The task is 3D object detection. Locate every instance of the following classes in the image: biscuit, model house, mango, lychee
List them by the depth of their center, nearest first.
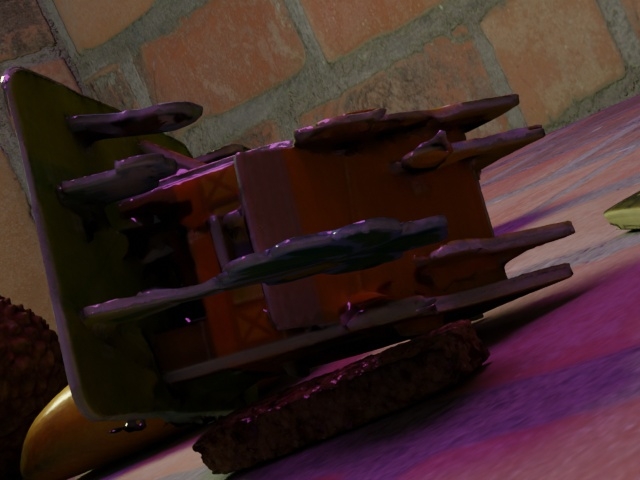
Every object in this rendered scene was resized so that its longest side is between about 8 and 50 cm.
[{"bbox_3d":[0.013,0.102,0.896,0.199,0.034,0.064,-24,4,26],"label":"biscuit"},{"bbox_3d":[-0.002,-0.028,0.951,0.312,0.242,0.357,-19,-12,13],"label":"model house"},{"bbox_3d":[-0.130,0.115,1.240,0.317,0.119,0.176,-35,6,-5],"label":"mango"},{"bbox_3d":[-0.395,0.168,1.409,0.271,0.271,0.271,-26,3,1],"label":"lychee"}]

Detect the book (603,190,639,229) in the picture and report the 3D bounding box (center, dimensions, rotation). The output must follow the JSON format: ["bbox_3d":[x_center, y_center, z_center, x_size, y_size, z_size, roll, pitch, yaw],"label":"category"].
[{"bbox_3d":[0.353,-0.066,1.103,0.228,0.024,0.160,-26,5,-13],"label":"book"}]
